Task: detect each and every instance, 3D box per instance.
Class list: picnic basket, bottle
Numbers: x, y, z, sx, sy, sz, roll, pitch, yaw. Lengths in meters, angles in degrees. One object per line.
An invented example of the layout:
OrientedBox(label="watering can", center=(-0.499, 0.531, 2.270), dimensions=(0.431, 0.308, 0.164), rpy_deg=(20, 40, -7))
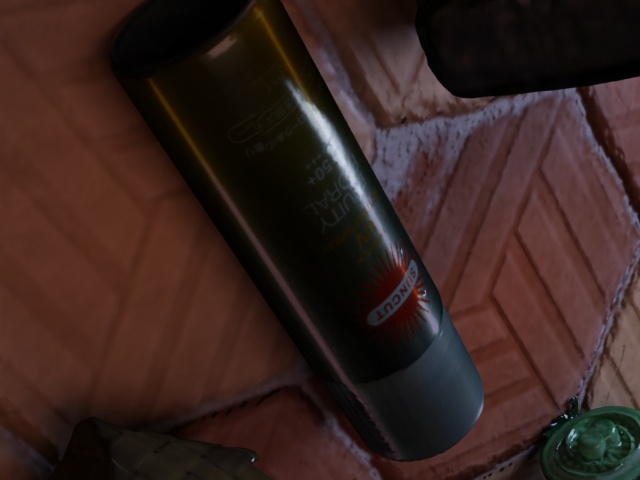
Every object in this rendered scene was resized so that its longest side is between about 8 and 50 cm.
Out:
OrientedBox(label="picnic basket", center=(-0.058, 0.171, 0.598), dimensions=(0.178, 0.128, 0.138), rpy_deg=(13, 118, -38))
OrientedBox(label="bottle", center=(0.000, 0.000, 0.603), dimensions=(0.082, 0.082, 0.286), rpy_deg=(-43, 128, -16))

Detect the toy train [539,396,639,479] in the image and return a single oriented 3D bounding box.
OrientedBox(label="toy train", center=(0.196, 0.215, 0.764), dimensions=(0.243, 0.188, 0.132), rpy_deg=(-35, 123, -21))

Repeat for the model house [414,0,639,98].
OrientedBox(label="model house", center=(0.147, -0.239, 0.526), dimensions=(0.190, 0.271, 0.301), rpy_deg=(-28, 107, -43))
